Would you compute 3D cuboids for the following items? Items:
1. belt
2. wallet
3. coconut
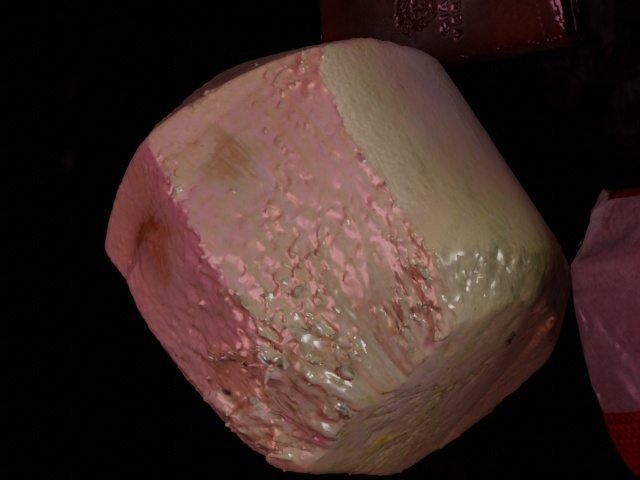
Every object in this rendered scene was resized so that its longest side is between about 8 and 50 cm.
[{"bbox_3d":[0.249,0.055,0.930,0.124,0.128,0.201,-11,93,46],"label":"belt"},{"bbox_3d":[0.088,-0.194,1.145,0.255,0.031,0.137,-9,88,47],"label":"wallet"},{"bbox_3d":[0.000,0.000,1.080,0.309,0.297,0.297,54,129,25],"label":"coconut"}]
